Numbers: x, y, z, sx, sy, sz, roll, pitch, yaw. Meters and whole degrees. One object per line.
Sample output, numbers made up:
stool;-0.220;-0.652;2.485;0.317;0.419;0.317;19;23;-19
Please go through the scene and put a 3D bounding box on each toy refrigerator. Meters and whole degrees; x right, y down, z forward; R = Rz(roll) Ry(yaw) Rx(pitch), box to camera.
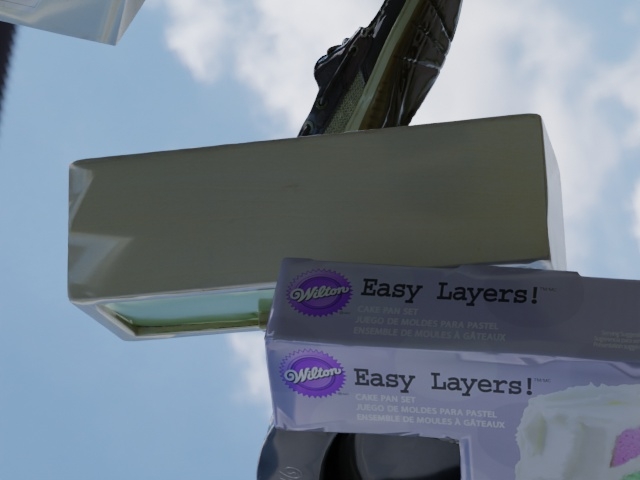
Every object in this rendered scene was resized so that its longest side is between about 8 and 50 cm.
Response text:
toy refrigerator;0.000;0.000;1.081;0.102;0.270;0.094;53;-147;-69

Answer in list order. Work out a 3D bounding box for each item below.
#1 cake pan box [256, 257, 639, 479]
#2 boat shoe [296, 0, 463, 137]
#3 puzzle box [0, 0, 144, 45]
cake pan box;0.101;0.122;1.034;0.070;0.267;0.245;-77;-12;-49
boat shoe;0.027;-0.102;1.274;0.223;0.073;0.080;-67;-25;-3
puzzle box;-0.159;-0.260;1.127;0.052;0.272;0.409;39;-168;17
